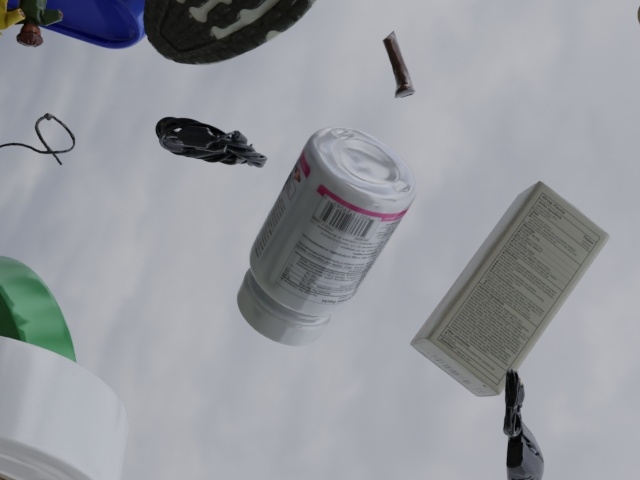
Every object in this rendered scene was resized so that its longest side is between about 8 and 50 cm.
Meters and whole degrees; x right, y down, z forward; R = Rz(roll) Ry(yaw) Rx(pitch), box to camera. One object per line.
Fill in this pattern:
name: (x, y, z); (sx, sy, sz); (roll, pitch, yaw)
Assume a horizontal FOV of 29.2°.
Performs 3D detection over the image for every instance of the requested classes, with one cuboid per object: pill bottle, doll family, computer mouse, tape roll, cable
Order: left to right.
doll family: (-0.359, -0.236, 1.236); (0.076, 0.193, 0.111); (2, 92, -73)
tape roll: (-0.328, 0.198, 1.159); (0.286, 0.286, 0.100); (-45, -149, 46)
tape roll: (-0.433, 0.180, 1.550); (0.321, 0.077, 0.321); (2, -87, 41)
cable: (-0.172, -0.152, 1.921); (0.185, 0.151, 0.047); (7, -98, 37)
pill bottle: (0.000, 0.000, 1.660); (0.160, 0.160, 0.283); (-99, -148, -49)
computer mouse: (0.228, 0.215, 1.370); (0.242, 0.041, 0.071); (73, 24, -55)

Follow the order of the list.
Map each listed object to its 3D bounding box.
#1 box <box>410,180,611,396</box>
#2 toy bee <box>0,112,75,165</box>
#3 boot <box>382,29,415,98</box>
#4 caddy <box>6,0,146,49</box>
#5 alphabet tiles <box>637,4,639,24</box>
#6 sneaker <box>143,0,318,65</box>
box: (0.292, 0.076, 1.896); (0.311, 0.148, 0.121); (-51, -178, -13)
toy bee: (-0.521, -0.122, 1.707); (0.162, 0.298, 0.195); (-40, -149, 36)
boot: (0.128, -0.299, 2.074); (0.106, 0.037, 0.114); (-47, 121, -84)
caddy: (-0.285, -0.385, 1.503); (0.179, 0.341, 0.241); (-52, 150, -30)
alphabet tiles: (0.514, -0.313, 1.533); (0.278, 0.284, 0.021); (-48, -152, -15)
sneaker: (-0.024, -0.337, 1.377); (0.410, 0.158, 0.182); (-42, -179, -4)
